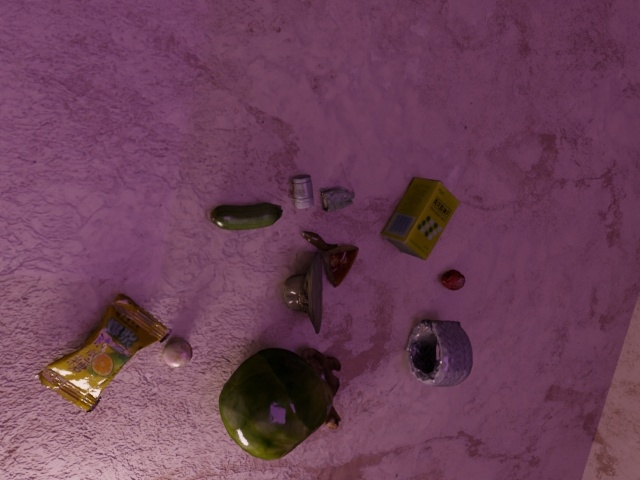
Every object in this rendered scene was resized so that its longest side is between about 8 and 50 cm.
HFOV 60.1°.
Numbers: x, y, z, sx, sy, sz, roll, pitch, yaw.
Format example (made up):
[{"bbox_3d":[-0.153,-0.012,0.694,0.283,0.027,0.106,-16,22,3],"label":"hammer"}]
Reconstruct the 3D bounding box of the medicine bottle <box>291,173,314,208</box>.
[{"bbox_3d":[-0.052,-0.147,1.651,0.058,0.058,0.091,-19,113,-28],"label":"medicine bottle"}]

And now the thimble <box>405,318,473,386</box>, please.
[{"bbox_3d":[0.434,0.413,2.036,0.157,0.217,0.245,10,84,-36],"label":"thimble"}]

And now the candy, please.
[{"bbox_3d":[-0.552,0.293,1.429,0.297,0.081,0.187,-49,122,-13],"label":"candy"}]

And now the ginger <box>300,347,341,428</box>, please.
[{"bbox_3d":[0.006,0.496,1.864,0.166,0.080,0.333,-17,106,-43],"label":"ginger"}]

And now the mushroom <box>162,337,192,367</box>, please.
[{"bbox_3d":[-0.399,0.314,1.548,0.084,0.067,0.083,0,90,0],"label":"mushroom"}]

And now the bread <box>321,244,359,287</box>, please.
[{"bbox_3d":[0.070,0.059,1.787,0.136,0.054,0.154,-38,139,-22],"label":"bread"}]

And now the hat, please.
[{"bbox_3d":[-0.058,0.159,1.692,0.110,0.252,0.252,-1,108,7],"label":"hat"}]

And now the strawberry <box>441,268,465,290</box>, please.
[{"bbox_3d":[0.500,0.150,2.091,0.096,0.083,0.083,14,96,-27],"label":"strawberry"}]

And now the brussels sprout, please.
[{"bbox_3d":[-0.124,0.473,1.640,0.355,0.289,0.281,20,106,-41],"label":"brussels sprout"}]

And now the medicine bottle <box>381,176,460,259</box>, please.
[{"bbox_3d":[0.339,-0.078,1.881,0.137,0.141,0.250,36,83,-32],"label":"medicine bottle"}]

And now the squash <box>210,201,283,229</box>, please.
[{"bbox_3d":[-0.206,-0.068,1.564,0.219,0.068,0.077,-9,103,-32],"label":"squash"}]

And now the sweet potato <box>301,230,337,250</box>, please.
[{"bbox_3d":[-0.001,0.007,1.740,0.153,0.038,0.041,26,78,-38],"label":"sweet potato"}]

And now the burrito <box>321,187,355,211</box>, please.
[{"bbox_3d":[0.057,-0.134,1.738,0.118,0.044,0.074,-13,106,-26],"label":"burrito"}]
